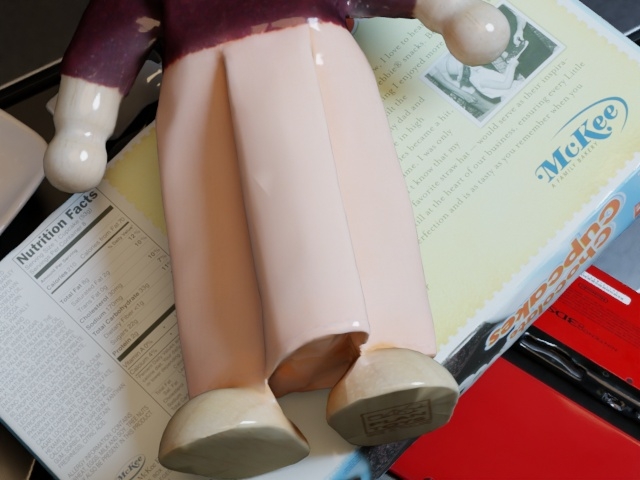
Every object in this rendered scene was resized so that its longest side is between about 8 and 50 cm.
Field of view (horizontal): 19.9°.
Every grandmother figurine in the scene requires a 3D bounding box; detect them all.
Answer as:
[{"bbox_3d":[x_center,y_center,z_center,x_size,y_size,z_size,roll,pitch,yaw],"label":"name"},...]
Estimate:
[{"bbox_3d":[-0.024,-0.080,0.787,0.208,0.104,0.342,-11,68,-5],"label":"grandmother figurine"}]

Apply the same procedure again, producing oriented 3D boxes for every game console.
[{"bbox_3d":[0.104,0.072,0.885,0.144,0.085,0.124,32,37,7],"label":"game console"}]

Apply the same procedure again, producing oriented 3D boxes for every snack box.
[{"bbox_3d":[0.000,0.000,0.835,0.322,0.060,0.187,-44,67,-10],"label":"snack box"}]

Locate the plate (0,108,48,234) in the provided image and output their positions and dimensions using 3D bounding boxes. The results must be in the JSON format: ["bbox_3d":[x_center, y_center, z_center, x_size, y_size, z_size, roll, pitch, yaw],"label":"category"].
[{"bbox_3d":[-0.312,-0.002,0.854,0.277,0.045,0.278,31,68,8],"label":"plate"}]

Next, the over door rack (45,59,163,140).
[{"bbox_3d":[-0.067,-0.231,0.951,0.324,0.108,0.239,-40,76,-4],"label":"over door rack"}]
